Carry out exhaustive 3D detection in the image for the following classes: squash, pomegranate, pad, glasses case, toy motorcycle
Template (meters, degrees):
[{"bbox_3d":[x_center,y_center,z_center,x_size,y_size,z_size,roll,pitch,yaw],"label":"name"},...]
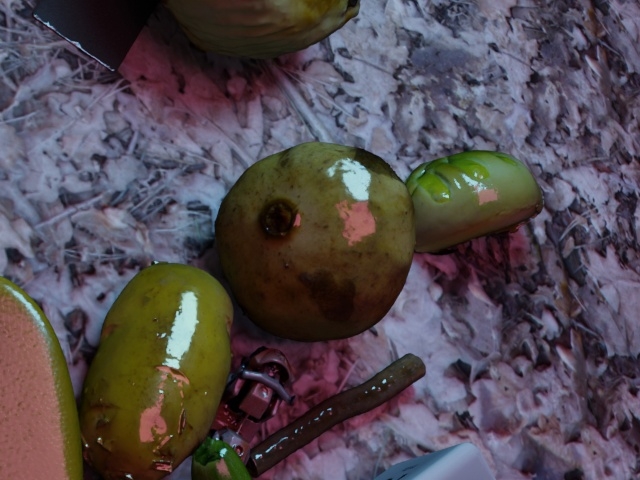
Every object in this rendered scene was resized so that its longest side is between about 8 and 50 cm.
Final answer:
[{"bbox_3d":[-0.087,0.369,1.323,0.082,0.082,0.293,-44,120,-38],"label":"squash"},{"bbox_3d":[0.000,0.000,1.465,0.281,0.281,0.281,14,63,-29],"label":"pomegranate"},{"bbox_3d":[-0.313,-0.357,1.580,0.143,0.003,0.211,34,54,-17],"label":"pad"},{"bbox_3d":[-0.359,0.221,1.211,0.173,0.141,0.371,-7,73,-19],"label":"glasses case"},{"bbox_3d":[-0.096,0.220,1.400,0.084,0.118,0.213,33,55,-18],"label":"toy motorcycle"}]

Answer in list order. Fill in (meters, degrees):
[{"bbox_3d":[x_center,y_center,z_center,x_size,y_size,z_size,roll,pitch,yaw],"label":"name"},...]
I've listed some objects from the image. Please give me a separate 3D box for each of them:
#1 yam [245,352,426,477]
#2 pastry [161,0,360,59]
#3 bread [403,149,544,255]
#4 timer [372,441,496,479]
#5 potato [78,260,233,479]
[{"bbox_3d":[0.024,0.241,1.522,0.326,0.045,0.045,-25,52,-37],"label":"yam"},{"bbox_3d":[-0.096,-0.450,1.557,0.312,0.389,0.388,24,47,25],"label":"pastry"},{"bbox_3d":[0.249,-0.079,1.739,0.260,0.156,0.158,-14,80,-38],"label":"bread"},{"bbox_3d":[0.132,0.404,1.425,0.195,0.192,0.194,-25,85,-38],"label":"timer"},{"bbox_3d":[-0.200,0.167,1.342,0.172,0.140,0.300,24,53,-15],"label":"potato"}]
